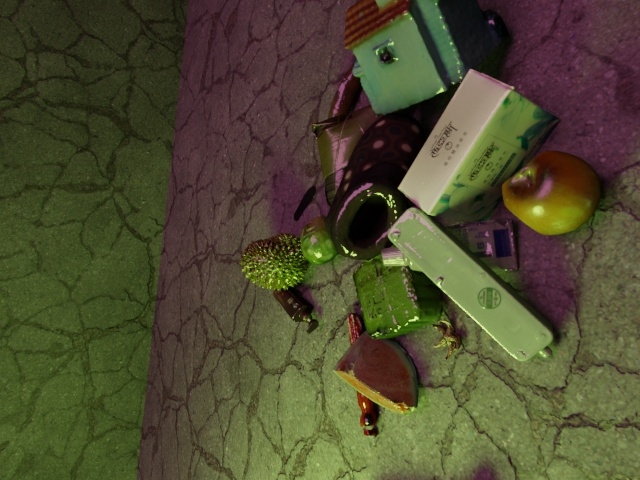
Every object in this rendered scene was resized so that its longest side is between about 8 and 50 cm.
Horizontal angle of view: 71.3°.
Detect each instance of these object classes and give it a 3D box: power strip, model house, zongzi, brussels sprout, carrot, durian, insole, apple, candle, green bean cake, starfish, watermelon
[{"bbox_3d":[0.302,0.085,0.890,0.385,0.062,0.091,45,116,14],"label":"power strip"},{"bbox_3d":[0.186,-0.493,0.994,0.295,0.329,0.251,-4,41,54],"label":"model house"},{"bbox_3d":[0.145,-0.238,1.232,0.318,0.154,0.289,-15,81,35],"label":"zongzi"},{"bbox_3d":[-0.002,0.000,1.375,0.155,0.118,0.154,7,98,53],"label":"brussels sprout"},{"bbox_3d":[0.110,-0.516,1.380,0.070,0.070,0.342,48,118,46],"label":"carrot"},{"bbox_3d":[-0.155,0.072,1.484,0.237,0.200,0.176,-1,45,41],"label":"durian"},{"bbox_3d":[-0.056,-0.129,1.563,0.152,0.002,0.053,-57,43,27],"label":"insole"},{"bbox_3d":[0.421,-0.093,0.820,0.146,0.147,0.163,-56,42,28],"label":"apple"},{"bbox_3d":[0.112,0.355,1.209,0.051,0.048,0.328,-37,54,52],"label":"candle"},{"bbox_3d":[0.185,0.127,1.109,0.200,0.113,0.214,-38,54,43],"label":"green bean cake"},{"bbox_3d":[0.290,0.227,1.024,0.078,0.028,0.091,-19,71,55],"label":"starfish"},{"bbox_3d":[0.159,0.325,1.124,0.231,0.128,0.146,28,66,22],"label":"watermelon"}]

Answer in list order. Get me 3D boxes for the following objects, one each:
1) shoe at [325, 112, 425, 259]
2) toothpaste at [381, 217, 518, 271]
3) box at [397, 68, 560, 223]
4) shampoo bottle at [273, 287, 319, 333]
[{"bbox_3d":[0.145,-0.135,1.089,0.383,0.172,0.237,-60,12,8],"label":"shoe"},{"bbox_3d":[0.273,0.021,0.971,0.283,0.068,0.099,-7,119,20],"label":"toothpaste"},{"bbox_3d":[0.323,-0.177,0.918,0.274,0.203,0.116,-61,43,24],"label":"box"},{"bbox_3d":[-0.081,0.221,1.472,0.236,0.067,0.068,33,100,50],"label":"shampoo bottle"}]
